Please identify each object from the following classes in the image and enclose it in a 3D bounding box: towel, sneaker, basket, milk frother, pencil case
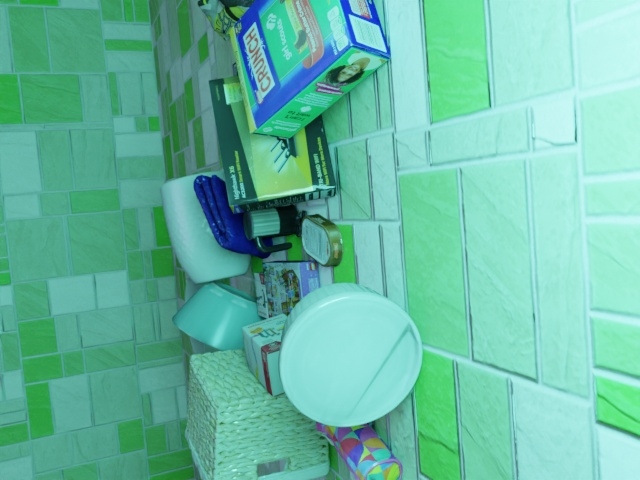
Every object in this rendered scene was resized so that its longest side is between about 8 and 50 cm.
[{"bbox_3d":[-0.234,-0.067,1.758,0.227,0.076,0.308,64,-168,12],"label":"towel"},{"bbox_3d":[-0.217,-0.654,1.750,0.385,0.145,0.147,30,154,59],"label":"sneaker"},{"bbox_3d":[-0.175,0.468,1.656,0.331,0.328,0.266,-149,58,-62],"label":"basket"},{"bbox_3d":[-0.117,-0.046,1.625,0.143,0.135,0.129,119,137,-55],"label":"milk frother"},{"bbox_3d":[0.082,0.451,1.341,0.236,0.104,0.104,-148,55,-60],"label":"pencil case"}]

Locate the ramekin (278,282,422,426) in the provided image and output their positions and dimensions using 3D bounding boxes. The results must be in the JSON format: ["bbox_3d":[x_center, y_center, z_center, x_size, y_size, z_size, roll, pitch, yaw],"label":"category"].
[{"bbox_3d":[0.047,0.205,1.171,0.127,0.273,0.272,-124,34,-69],"label":"ramekin"}]

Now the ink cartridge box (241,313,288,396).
[{"bbox_3d":[-0.105,0.285,1.558,0.176,0.128,0.127,26,127,59],"label":"ink cartridge box"}]

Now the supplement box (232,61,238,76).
[{"bbox_3d":[-0.129,-0.435,1.560,0.239,0.130,0.073,-173,78,-65],"label":"supplement box"}]

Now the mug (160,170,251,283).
[{"bbox_3d":[-0.349,-0.032,2.055,0.374,0.276,0.328,16,-118,-82],"label":"mug"}]

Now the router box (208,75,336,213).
[{"bbox_3d":[-0.111,-0.234,1.417,0.081,0.243,0.308,92,167,-79],"label":"router box"}]

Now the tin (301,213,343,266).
[{"bbox_3d":[0.000,0.000,1.495,0.190,0.040,0.106,-147,50,-61],"label":"tin"}]

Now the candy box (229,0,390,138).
[{"bbox_3d":[-0.037,-0.400,1.250,0.317,0.122,0.268,-32,65,43],"label":"candy box"}]

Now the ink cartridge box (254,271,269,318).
[{"bbox_3d":[-0.156,0.164,1.868,0.099,0.056,0.135,-179,84,-66],"label":"ink cartridge box"}]

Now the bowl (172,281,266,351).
[{"bbox_3d":[-0.297,0.240,1.973,0.163,0.311,0.311,-65,27,0],"label":"bowl"}]

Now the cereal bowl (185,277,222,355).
[{"bbox_3d":[-0.433,0.304,2.440,0.339,0.141,0.339,174,90,-66],"label":"cereal bowl"}]

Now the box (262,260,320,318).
[{"bbox_3d":[-0.078,0.156,1.684,0.293,0.057,0.201,177,87,-66],"label":"box"}]
